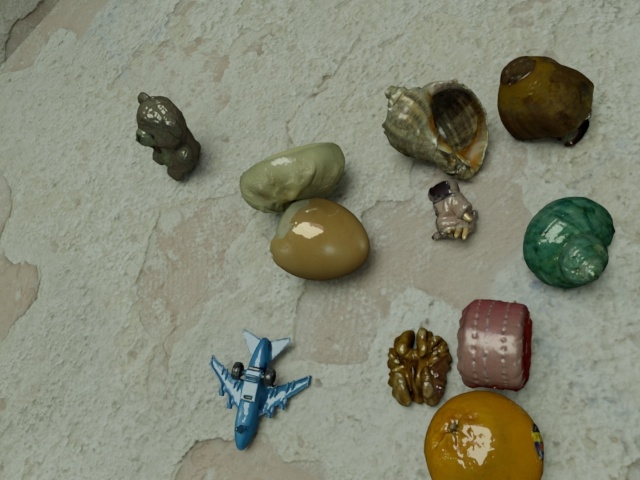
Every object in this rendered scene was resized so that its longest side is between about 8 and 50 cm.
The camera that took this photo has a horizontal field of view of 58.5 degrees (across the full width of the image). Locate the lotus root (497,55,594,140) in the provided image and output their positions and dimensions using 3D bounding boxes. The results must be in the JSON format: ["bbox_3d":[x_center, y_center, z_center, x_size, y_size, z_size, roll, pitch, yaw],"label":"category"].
[{"bbox_3d":[0.489,-0.348,1.290,0.188,0.180,0.199,-5,60,48],"label":"lotus root"}]

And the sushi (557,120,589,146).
[{"bbox_3d":[0.583,-0.252,1.312,0.046,0.044,0.083,34,86,12],"label":"sushi"}]

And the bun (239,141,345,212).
[{"bbox_3d":[-0.065,-0.149,1.458,0.287,0.287,0.146,-21,90,15],"label":"bun"}]

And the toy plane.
[{"bbox_3d":[-0.156,0.350,1.340,0.253,0.105,0.272,8,66,13],"label":"toy plane"}]

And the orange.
[{"bbox_3d":[0.298,0.389,1.055,0.219,0.193,0.220,-15,66,37],"label":"orange"}]

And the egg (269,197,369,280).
[{"bbox_3d":[0.000,0.000,1.369,0.244,0.201,0.201,16,74,18],"label":"egg"}]

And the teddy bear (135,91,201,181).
[{"bbox_3d":[-0.449,-0.303,1.682,0.236,0.267,0.151,40,80,20],"label":"teddy bear"}]

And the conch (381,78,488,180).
[{"bbox_3d":[0.274,-0.275,1.399,0.210,0.159,0.291,-42,94,-8],"label":"conch"}]

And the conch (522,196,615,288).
[{"bbox_3d":[0.511,0.006,1.159,0.196,0.134,0.202,-23,58,16],"label":"conch"}]

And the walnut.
[{"bbox_3d":[0.207,0.267,1.222,0.142,0.069,0.170,-10,60,23],"label":"walnut"}]

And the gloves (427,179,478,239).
[{"bbox_3d":[0.305,-0.068,1.318,0.110,0.094,0.144,-6,84,32],"label":"gloves"}]

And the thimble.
[{"bbox_3d":[0.342,0.206,1.120,0.124,0.189,0.163,-1,110,26],"label":"thimble"}]
